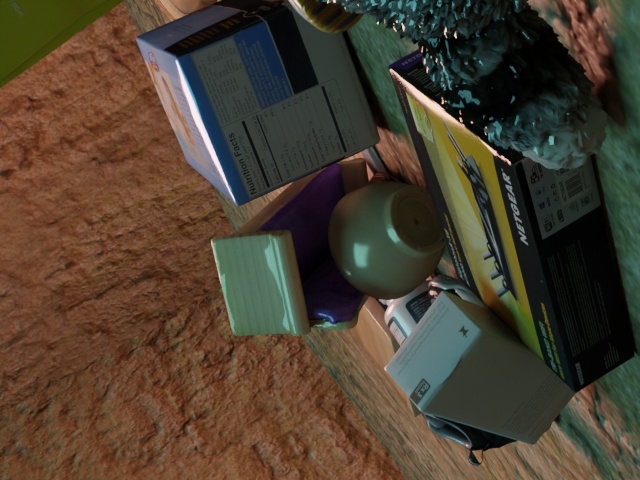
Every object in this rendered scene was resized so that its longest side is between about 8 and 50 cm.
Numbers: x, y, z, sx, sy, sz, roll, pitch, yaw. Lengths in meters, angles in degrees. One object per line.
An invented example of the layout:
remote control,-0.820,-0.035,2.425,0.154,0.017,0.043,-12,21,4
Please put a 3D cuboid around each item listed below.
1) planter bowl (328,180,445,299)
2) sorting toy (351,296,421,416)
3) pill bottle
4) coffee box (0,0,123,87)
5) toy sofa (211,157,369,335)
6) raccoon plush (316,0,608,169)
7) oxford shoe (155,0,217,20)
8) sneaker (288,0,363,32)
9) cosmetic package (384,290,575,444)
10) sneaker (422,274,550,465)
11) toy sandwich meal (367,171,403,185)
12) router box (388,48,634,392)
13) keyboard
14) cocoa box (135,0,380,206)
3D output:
planter bowl,0.106,-0.013,1.578,0.162,0.162,0.109,60,143,2
sorting toy,0.122,0.145,2.118,0.255,0.089,0.257,53,169,40
pill bottle,0.161,0.122,1.777,0.180,0.108,0.108,57,170,21
coffee box,-0.437,-0.447,1.464,0.334,0.338,0.338,53,178,40
toy sofa,0.000,0.000,1.699,0.362,0.177,0.150,-46,-51,-62
raccoon plush,0.142,-0.236,0.787,0.446,0.216,0.299,33,168,-25
oxford shoe,-0.234,-0.470,2.054,0.130,0.123,0.348,48,168,27
sneaker,-0.052,-0.378,1.363,0.297,0.111,0.131,65,170,-25
cosmetic package,0.193,0.149,1.333,0.231,0.117,0.085,25,-165,-43
sneaker,0.193,0.180,1.635,0.269,0.153,0.101,56,170,22
toy sandwich meal,0.103,-0.061,1.716,0.085,0.029,0.086,44,152,31
router box,0.195,-0.029,1.197,0.243,0.081,0.309,49,165,52
keyboard,0.093,-0.096,1.776,0.256,0.014,0.072,61,176,-2
cocoa box,-0.103,-0.223,1.706,0.232,0.227,0.347,68,169,-20
